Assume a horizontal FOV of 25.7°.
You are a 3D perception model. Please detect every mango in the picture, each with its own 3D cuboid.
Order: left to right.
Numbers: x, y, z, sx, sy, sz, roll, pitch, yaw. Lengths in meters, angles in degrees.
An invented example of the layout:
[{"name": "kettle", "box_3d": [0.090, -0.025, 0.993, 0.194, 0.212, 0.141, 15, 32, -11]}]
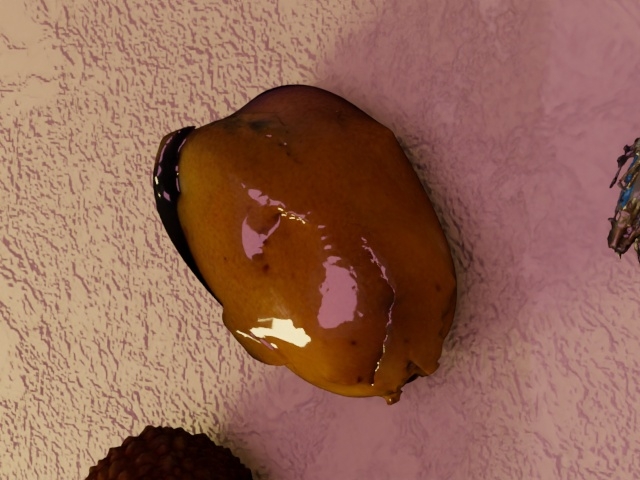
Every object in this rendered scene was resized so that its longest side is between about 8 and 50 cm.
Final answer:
[{"name": "mango", "box_3d": [0.000, 0.000, 1.135, 0.201, 0.153, 0.287, -38, 75, 24]}]

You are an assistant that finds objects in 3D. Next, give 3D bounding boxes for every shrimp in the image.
[{"name": "shrimp", "box_3d": [0.271, -0.058, 1.058, 0.082, 0.076, 0.174, 23, 97, -1]}]

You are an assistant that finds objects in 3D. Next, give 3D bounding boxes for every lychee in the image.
[{"name": "lychee", "box_3d": [-0.125, 0.252, 1.196, 0.188, 0.188, 0.188, 1, 91, 25]}]
